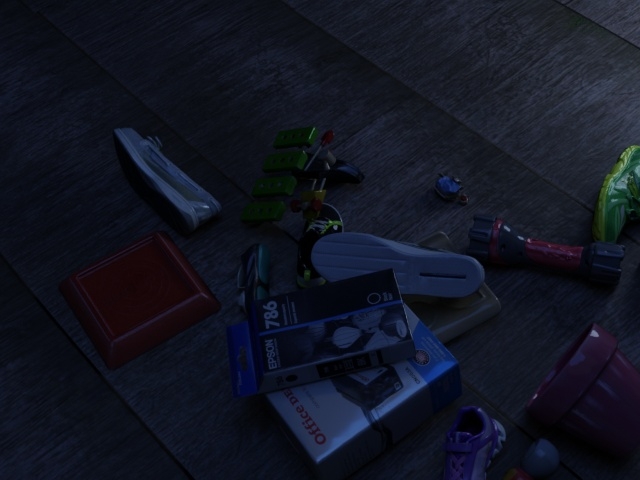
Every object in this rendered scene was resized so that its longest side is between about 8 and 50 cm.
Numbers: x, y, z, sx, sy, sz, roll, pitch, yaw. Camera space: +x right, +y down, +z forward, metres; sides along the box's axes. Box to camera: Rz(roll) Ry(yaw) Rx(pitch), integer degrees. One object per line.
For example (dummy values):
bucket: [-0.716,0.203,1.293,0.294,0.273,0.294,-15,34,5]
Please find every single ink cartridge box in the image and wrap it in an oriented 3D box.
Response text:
ink cartridge box: [-0.010,0.163,1.658,0.333,0.065,0.165,-15,50,2]
ink cartridge box: [0.065,0.259,1.691,0.307,0.129,0.223,-33,56,-13]

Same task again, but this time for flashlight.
flashlight: [0.452,0.018,1.891,0.304,0.103,0.103,10,19,18]

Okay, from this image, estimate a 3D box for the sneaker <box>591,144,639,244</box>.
sneaker: [0.653,-0.091,1.967,0.124,0.109,0.295,21,55,24]

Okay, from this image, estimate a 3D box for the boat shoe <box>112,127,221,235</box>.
boat shoe: [-0.350,-0.143,2.081,0.103,0.118,0.320,-31,59,-27]

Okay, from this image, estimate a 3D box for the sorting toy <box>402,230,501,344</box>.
sorting toy: [0.172,0.129,1.873,0.307,0.041,0.229,-26,54,-9]

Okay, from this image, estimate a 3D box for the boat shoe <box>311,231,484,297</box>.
boat shoe: [0.150,0.060,1.834,0.335,0.119,0.121,11,88,9]

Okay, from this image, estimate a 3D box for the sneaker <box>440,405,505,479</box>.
sneaker: [0.243,0.381,1.605,0.095,0.104,0.236,1,47,30]

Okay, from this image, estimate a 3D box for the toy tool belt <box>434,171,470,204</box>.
toy tool belt: [0.287,-0.114,2.047,0.083,0.051,0.052,35,61,27]

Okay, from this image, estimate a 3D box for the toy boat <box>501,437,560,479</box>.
toy boat: [0.397,0.446,1.485,0.148,0.267,0.318,-51,34,2]

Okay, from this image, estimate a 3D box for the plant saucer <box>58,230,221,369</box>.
plant saucer: [-0.376,0.103,1.922,0.258,0.047,0.259,-29,56,-18]

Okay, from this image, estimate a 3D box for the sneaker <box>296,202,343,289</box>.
sneaker: [0.000,0.000,1.945,0.084,0.097,0.234,4,51,6]

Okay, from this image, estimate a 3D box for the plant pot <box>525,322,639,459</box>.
plant pot: [0.489,0.276,1.642,0.180,0.201,0.201,39,62,11]

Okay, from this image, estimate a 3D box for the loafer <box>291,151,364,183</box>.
loafer: [0.015,-0.146,2.092,0.170,0.062,0.061,12,59,26]

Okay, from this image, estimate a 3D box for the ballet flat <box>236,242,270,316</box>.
ballet flat: [-0.135,0.100,1.900,0.074,0.074,0.203,-5,57,0]

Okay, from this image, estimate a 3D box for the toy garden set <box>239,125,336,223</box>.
toy garden set: [-0.046,-0.136,2.028,0.204,0.049,0.244,-2,56,41]
